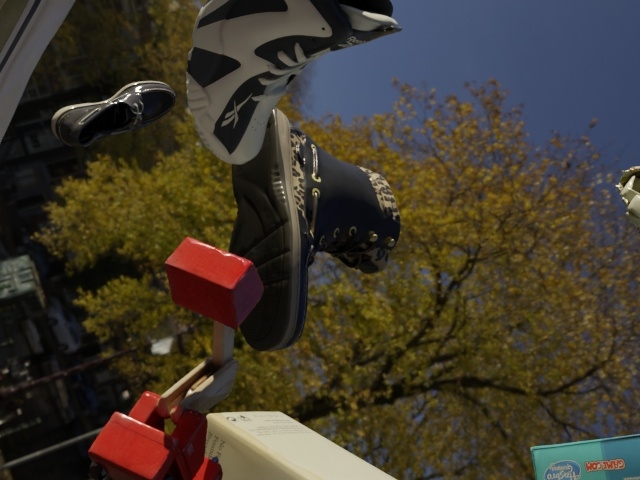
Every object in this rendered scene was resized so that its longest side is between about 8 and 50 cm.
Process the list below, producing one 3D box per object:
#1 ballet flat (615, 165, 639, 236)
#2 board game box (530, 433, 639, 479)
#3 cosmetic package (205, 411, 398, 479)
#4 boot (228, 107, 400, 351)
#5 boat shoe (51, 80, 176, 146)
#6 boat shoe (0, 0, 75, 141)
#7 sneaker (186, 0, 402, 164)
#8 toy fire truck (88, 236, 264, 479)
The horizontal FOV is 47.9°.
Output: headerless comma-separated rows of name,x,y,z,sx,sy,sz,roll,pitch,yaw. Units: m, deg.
ballet flat,0.418,-0.037,0.906,0.091,0.077,0.241,-62,178,21
board game box,0.290,0.302,0.492,0.253,0.079,0.336,-29,-124,49
cosmetic package,0.013,0.282,0.623,0.309,0.113,0.160,18,-88,41
boot,0.000,0.000,1.110,0.138,0.284,0.378,-28,-123,36
boat shoe,-0.298,-0.186,1.091,0.065,0.206,0.075,31,-47,36
boat shoe,-0.241,-0.172,0.493,0.109,0.094,0.302,33,-73,20
sneaker,-0.015,-0.151,0.570,0.153,0.094,0.235,22,-62,19
toy fire truck,-0.084,0.105,0.457,0.047,0.135,0.192,20,-36,15
